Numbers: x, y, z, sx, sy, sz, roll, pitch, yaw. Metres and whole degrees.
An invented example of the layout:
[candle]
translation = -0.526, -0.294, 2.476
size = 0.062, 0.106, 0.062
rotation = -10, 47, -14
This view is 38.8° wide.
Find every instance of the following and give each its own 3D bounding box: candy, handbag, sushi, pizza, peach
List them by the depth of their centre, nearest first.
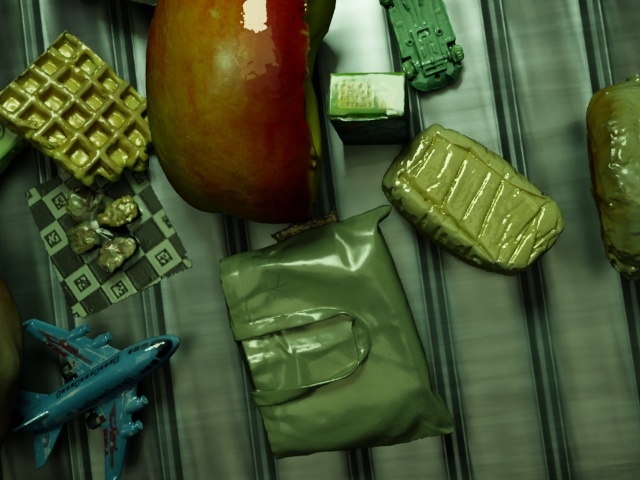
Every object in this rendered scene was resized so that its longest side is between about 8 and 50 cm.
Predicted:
[peach]
translation = -0.106, -0.217, 1.164
size = 0.243, 0.306, 0.380
rotation = 7, 93, 0
[candy]
translation = 0.067, -0.169, 1.188
size = 0.097, 0.194, 0.062
rotation = 0, 86, 7
[handbag]
translation = 0.017, 0.136, 1.220
size = 0.253, 0.109, 0.315
rotation = -16, 92, 2
[pizza]
translation = -0.005, 0.014, 1.274
size = 0.100, 0.029, 0.099
rotation = -23, 93, 7
[sushi]
translation = -0.315, -0.016, 1.299
size = 0.193, 0.040, 0.210
rotation = -26, 85, 4

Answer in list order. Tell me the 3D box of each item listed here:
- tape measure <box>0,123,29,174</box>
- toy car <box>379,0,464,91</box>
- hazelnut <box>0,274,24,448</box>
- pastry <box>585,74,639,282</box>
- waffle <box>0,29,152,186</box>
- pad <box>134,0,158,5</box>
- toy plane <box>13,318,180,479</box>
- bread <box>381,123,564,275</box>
[tape measure]
translation = -0.505, -0.145, 1.301
size = 0.154, 0.087, 0.177
rotation = 40, 89, -7
[toy car]
translation = 0.138, -0.301, 1.257
size = 0.093, 0.058, 0.186
rotation = -19, 97, 4
[hazelnut]
translation = -0.567, 0.156, 1.179
size = 0.366, 0.366, 0.365
rotation = 0, 87, 6
[pastry]
translation = 0.400, -0.079, 1.129
size = 0.121, 0.236, 0.256
rotation = -8, 87, 14
[waffle]
translation = -0.326, -0.167, 1.267
size = 0.211, 0.055, 0.160
rotation = 41, 68, -6
[pad]
translation = -0.226, -0.479, 1.262
size = 0.220, 0.004, 0.330
rotation = 22, 77, 28
[toy plane]
translation = -0.307, 0.201, 1.255
size = 0.271, 0.105, 0.254
rotation = -29, 85, 3
[bread]
translation = 0.199, -0.049, 1.210
size = 0.236, 0.106, 0.140
rotation = 36, 83, 6
